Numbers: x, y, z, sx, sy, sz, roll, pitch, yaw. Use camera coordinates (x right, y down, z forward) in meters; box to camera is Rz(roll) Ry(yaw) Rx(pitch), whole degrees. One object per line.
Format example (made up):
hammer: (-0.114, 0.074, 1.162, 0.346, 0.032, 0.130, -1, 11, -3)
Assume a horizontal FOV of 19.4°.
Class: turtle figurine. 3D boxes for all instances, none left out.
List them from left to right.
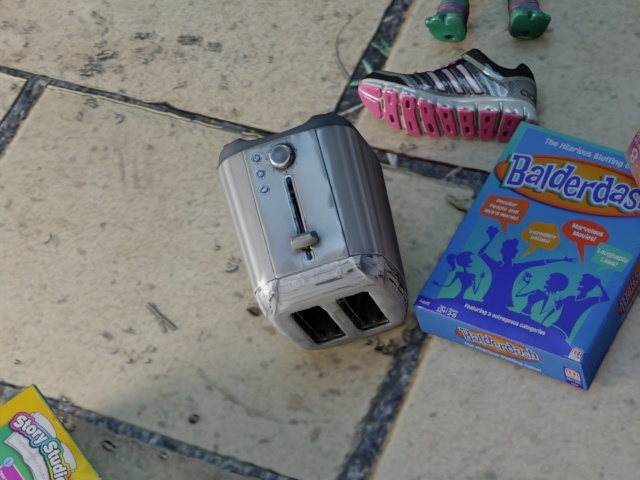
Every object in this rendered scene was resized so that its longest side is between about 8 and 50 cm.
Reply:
turtle figurine: (0.161, -0.306, 1.787, 0.175, 0.118, 0.234, -9, 69, 28)

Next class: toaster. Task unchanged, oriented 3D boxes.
toaster: (0.000, 0.000, 1.578, 0.129, 0.227, 0.146, -16, 71, 6)

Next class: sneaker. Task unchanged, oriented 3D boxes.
sneaker: (0.122, -0.139, 1.716, 0.170, 0.063, 0.075, 8, 59, 15)

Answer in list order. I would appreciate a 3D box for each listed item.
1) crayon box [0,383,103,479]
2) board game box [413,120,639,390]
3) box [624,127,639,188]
crayon box: (-0.224, 0.268, 1.521, 0.165, 0.081, 0.278, -35, 54, -10)
board game box: (0.199, 0.008, 1.600, 0.160, 0.047, 0.210, 18, 62, 26)
box: (0.379, -0.005, 1.467, 0.154, 0.142, 0.300, 0, 49, -24)
